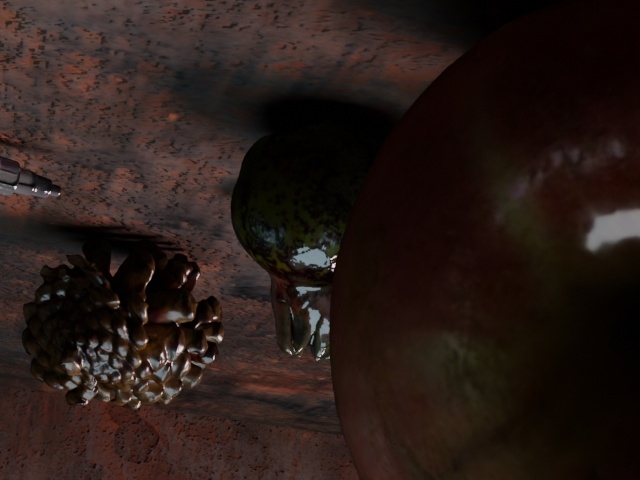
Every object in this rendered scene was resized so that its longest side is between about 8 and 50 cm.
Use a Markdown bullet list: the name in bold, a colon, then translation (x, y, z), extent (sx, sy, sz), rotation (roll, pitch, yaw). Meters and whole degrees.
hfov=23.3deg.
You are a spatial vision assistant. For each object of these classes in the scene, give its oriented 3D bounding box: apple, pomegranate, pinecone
- **apple**: translation (0.190, 0.051, 0.772), extent (0.364, 0.364, 0.364), rotation (7, 167, 2)
- **pomegranate**: translation (-0.010, -0.007, 1.054), extent (0.125, 0.163, 0.138), rotation (28, -176, -11)
- **pinecone**: translation (-0.186, 0.080, 1.511), extent (0.195, 0.150, 0.179), rotation (17, 135, -32)

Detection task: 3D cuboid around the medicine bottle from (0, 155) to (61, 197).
- **medicine bottle**: translation (-0.288, -0.062, 1.177), extent (0.199, 0.058, 0.057), rotation (15, 165, -32)
